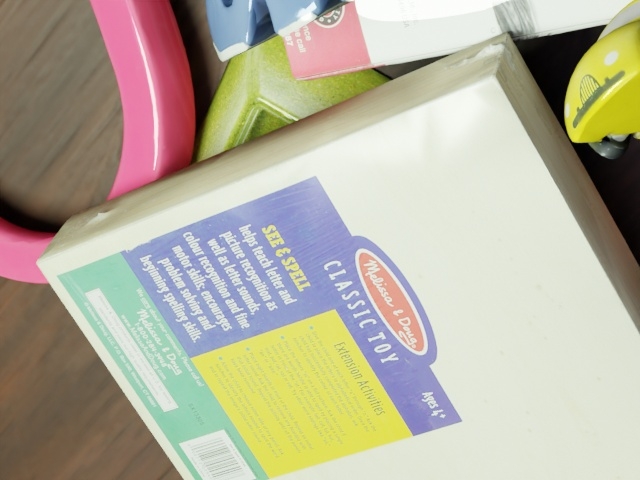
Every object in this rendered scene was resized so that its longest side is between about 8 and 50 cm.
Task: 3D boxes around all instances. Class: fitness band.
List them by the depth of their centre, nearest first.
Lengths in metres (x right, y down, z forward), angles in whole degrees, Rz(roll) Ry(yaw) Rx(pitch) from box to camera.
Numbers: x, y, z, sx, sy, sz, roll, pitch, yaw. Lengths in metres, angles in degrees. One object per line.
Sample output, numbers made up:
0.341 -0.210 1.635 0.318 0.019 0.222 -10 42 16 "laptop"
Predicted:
-0.181 -0.115 0.941 0.209 0.054 0.290 -17 96 25 "fitness band"

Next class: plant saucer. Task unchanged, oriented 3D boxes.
0.000 0.000 0.926 0.188 0.045 0.188 31 117 8 "plant saucer"

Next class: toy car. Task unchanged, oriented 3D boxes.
0.219 -0.090 0.750 0.225 0.239 0.053 -34 64 11 "toy car"

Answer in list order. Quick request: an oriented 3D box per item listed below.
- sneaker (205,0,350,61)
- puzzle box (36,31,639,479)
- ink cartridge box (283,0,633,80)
0.042 -0.213 0.682 0.316 0.127 0.182 -25 99 28 "sneaker"
0.071 0.115 0.888 0.272 0.052 0.409 -20 114 27 "puzzle box"
0.080 -0.177 0.803 0.218 0.092 0.158 -8 106 25 "ink cartridge box"
